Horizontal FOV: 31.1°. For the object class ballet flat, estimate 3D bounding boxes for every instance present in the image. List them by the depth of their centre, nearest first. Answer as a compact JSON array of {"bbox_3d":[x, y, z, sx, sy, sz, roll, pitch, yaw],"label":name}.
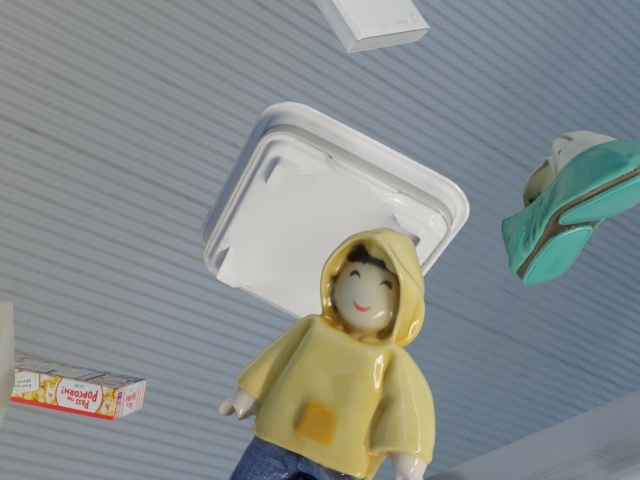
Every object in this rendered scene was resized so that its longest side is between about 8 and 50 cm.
[{"bbox_3d":[0.216,-0.043,0.992,0.083,0.087,0.247,-12,160,-20],"label":"ballet flat"}]

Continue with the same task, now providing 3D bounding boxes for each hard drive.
[{"bbox_3d":[0.028,-0.440,1.819,0.203,0.308,0.040,-20,164,-50],"label":"hard drive"}]

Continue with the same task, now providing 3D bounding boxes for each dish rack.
[{"bbox_3d":[0.000,0.000,1.448,0.333,0.285,0.072,-58,-173,47],"label":"dish rack"}]

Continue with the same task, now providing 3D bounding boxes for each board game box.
[{"bbox_3d":[-0.346,0.194,1.539,0.147,0.193,0.045,20,80,-83],"label":"board game box"}]

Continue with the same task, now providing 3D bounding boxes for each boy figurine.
[{"bbox_3d":[0.011,0.126,0.849,0.285,0.177,0.092,-64,149,-3],"label":"boy figurine"}]

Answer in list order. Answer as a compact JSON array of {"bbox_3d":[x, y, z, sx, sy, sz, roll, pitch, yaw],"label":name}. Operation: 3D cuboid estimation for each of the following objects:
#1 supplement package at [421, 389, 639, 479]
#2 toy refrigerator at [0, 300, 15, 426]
[{"bbox_3d":[0.109,0.187,0.508,0.177,0.175,0.293,-25,172,10],"label":"supplement package"},{"bbox_3d":[-0.317,0.137,0.935,0.102,0.269,0.094,0,107,-8],"label":"toy refrigerator"}]
